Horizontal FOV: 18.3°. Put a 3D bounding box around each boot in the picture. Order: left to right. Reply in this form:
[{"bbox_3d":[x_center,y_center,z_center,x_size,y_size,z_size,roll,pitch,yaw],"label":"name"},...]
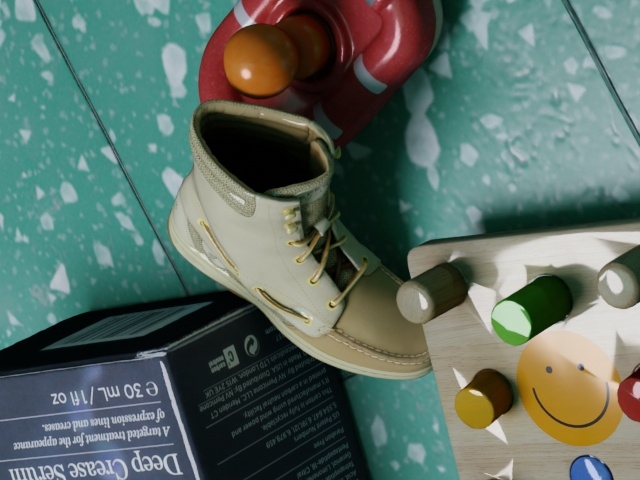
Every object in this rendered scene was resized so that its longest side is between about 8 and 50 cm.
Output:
[{"bbox_3d":[0.000,0.000,1.587,0.262,0.095,0.203,34,155,7],"label":"boot"}]

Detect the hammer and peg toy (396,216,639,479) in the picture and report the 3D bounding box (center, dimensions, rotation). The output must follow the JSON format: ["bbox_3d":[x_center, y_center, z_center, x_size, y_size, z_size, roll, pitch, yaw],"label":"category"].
[{"bbox_3d":[0.240,0.114,1.493,0.361,0.127,0.266,-5,103,39],"label":"hammer and peg toy"}]

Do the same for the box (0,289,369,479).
[{"bbox_3d":[-0.122,0.262,1.774,0.293,0.212,0.395,-11,100,39],"label":"box"}]

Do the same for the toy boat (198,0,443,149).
[{"bbox_3d":[-0.022,-0.151,1.583,0.151,0.151,0.231,52,129,11],"label":"toy boat"}]
